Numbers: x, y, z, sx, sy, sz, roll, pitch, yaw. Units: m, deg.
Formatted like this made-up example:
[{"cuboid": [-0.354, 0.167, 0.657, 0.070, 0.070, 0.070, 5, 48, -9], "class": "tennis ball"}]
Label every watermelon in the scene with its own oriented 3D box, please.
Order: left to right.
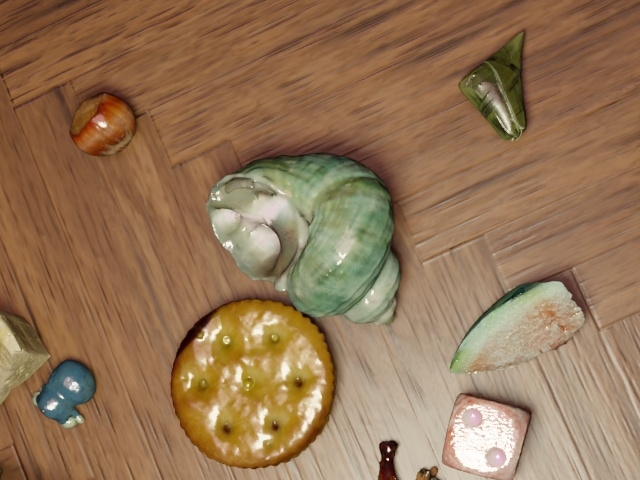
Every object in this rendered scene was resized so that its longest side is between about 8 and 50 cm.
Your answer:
[{"cuboid": [0.236, 0.108, 1.848, 0.180, 0.081, 0.094, -24, 97, 22], "class": "watermelon"}]

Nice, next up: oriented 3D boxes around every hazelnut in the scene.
[{"cuboid": [-0.280, -0.150, 1.958, 0.086, 0.086, 0.086, -1, 84, 9], "class": "hazelnut"}]

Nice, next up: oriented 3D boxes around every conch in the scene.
[{"cuboid": [0.000, 0.000, 1.852, 0.277, 0.195, 0.220, 44, 114, -12], "class": "conch"}]

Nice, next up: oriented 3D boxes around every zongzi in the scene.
[{"cuboid": [0.245, -0.192, 1.890, 0.113, 0.052, 0.104, -39, 87, -10], "class": "zongzi"}]

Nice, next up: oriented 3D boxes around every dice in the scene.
[{"cuboid": [0.201, 0.238, 1.824, 0.094, 0.093, 0.091, 13, 86, 9], "class": "dice"}]

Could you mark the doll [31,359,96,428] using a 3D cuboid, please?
[{"cuboid": [-0.325, 0.197, 1.940, 0.076, 0.050, 0.083, 38, 89, 7], "class": "doll"}]

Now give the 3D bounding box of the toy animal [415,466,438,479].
[{"cuboid": [0.207, 0.393, 1.825, 0.224, 0.066, 0.230, -2, 93, 28], "class": "toy animal"}]

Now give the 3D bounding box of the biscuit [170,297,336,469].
[{"cuboid": [-0.086, 0.180, 1.891, 0.220, 0.066, 0.221, -1, 83, 10], "class": "biscuit"}]

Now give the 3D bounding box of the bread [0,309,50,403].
[{"cuboid": [-0.416, 0.147, 1.910, 0.105, 0.152, 0.077, -40, 79, -1], "class": "bread"}]

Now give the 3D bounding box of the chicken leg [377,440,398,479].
[{"cuboid": [0.060, 0.352, 1.860, 0.093, 0.053, 0.205, 34, 86, 26], "class": "chicken leg"}]

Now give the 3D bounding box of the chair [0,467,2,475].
[{"cuboid": [-0.428, 0.365, 1.870, 0.326, 0.183, 0.176, 18, 91, 5], "class": "chair"}]
